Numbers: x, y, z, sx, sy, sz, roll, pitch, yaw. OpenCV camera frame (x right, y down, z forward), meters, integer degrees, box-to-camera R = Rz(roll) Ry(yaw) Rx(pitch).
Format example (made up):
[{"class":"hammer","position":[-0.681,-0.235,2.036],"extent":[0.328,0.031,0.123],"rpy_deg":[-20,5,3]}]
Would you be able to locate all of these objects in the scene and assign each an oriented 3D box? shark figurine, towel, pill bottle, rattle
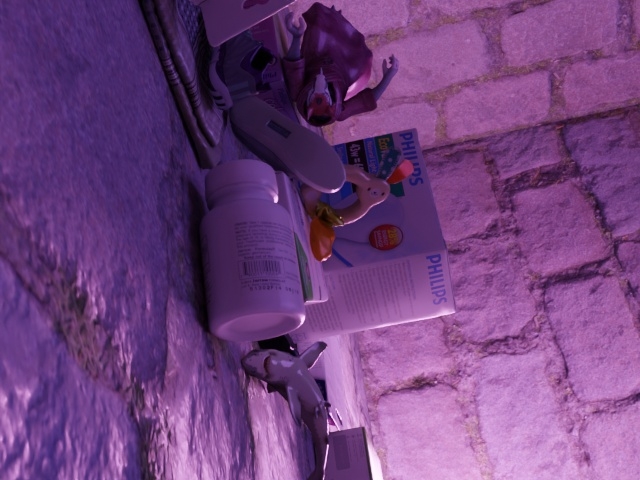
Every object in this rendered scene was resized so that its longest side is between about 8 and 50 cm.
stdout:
[{"class":"shark figurine","position":[-0.045,0.278,1.304],"extent":[0.166,0.116,0.278],"rpy_deg":[-36,110,-47]},{"class":"towel","position":[-0.193,-0.316,1.220],"extent":[0.312,0.056,0.324],"rpy_deg":[-95,172,-52]},{"class":"pill bottle","position":[-0.099,0.012,1.091],"extent":[0.131,0.131,0.229],"rpy_deg":[66,13,-66]},{"class":"rattle","position":[0.071,-0.065,1.338],"extent":[0.143,0.199,0.130],"rpy_deg":[-93,168,-63]}]

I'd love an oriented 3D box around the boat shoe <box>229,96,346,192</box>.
[{"class":"boat shoe","position":[-0.056,-0.151,1.320],"extent":[0.227,0.079,0.081],"rpy_deg":[38,-24,6]}]

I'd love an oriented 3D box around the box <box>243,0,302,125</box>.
[{"class":"box","position":[-0.128,-0.370,1.670],"extent":[0.213,0.117,0.243],"rpy_deg":[65,13,-68]}]

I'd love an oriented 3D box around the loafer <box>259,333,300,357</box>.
[{"class":"loafer","position":[-0.066,0.200,1.418],"extent":[0.061,0.062,0.170],"rpy_deg":[-102,178,-52]}]

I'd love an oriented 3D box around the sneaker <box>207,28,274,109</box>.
[{"class":"sneaker","position":[-0.118,-0.294,1.229],"extent":[0.083,0.098,0.224],"rpy_deg":[67,15,-54]}]

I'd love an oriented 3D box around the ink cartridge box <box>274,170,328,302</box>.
[{"class":"ink cartridge box","position":[-0.076,0.015,1.360],"extent":[0.289,0.121,0.211],"rpy_deg":[36,42,-82]}]

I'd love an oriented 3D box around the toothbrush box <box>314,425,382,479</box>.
[{"class":"toothbrush box","position":[0.077,0.568,1.789],"extent":[0.283,0.122,0.206],"rpy_deg":[73,8,-57]}]

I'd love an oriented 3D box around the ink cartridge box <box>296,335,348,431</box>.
[{"class":"ink cartridge box","position":[0.003,0.304,1.862],"extent":[0.324,0.071,0.330],"rpy_deg":[71,12,-57]}]

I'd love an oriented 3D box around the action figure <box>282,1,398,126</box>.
[{"class":"action figure","position":[-0.006,-0.329,1.623],"extent":[0.276,0.248,0.370],"rpy_deg":[-52,-165,37]}]

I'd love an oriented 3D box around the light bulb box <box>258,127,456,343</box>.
[{"class":"light bulb box","position":[0.071,-0.012,1.679],"extent":[0.225,0.360,0.358],"rpy_deg":[73,8,-49]}]

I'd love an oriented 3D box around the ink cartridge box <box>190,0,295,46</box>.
[{"class":"ink cartridge box","position":[-0.135,-0.461,1.043],"extent":[0.119,0.207,0.354],"rpy_deg":[24,46,-61]}]
